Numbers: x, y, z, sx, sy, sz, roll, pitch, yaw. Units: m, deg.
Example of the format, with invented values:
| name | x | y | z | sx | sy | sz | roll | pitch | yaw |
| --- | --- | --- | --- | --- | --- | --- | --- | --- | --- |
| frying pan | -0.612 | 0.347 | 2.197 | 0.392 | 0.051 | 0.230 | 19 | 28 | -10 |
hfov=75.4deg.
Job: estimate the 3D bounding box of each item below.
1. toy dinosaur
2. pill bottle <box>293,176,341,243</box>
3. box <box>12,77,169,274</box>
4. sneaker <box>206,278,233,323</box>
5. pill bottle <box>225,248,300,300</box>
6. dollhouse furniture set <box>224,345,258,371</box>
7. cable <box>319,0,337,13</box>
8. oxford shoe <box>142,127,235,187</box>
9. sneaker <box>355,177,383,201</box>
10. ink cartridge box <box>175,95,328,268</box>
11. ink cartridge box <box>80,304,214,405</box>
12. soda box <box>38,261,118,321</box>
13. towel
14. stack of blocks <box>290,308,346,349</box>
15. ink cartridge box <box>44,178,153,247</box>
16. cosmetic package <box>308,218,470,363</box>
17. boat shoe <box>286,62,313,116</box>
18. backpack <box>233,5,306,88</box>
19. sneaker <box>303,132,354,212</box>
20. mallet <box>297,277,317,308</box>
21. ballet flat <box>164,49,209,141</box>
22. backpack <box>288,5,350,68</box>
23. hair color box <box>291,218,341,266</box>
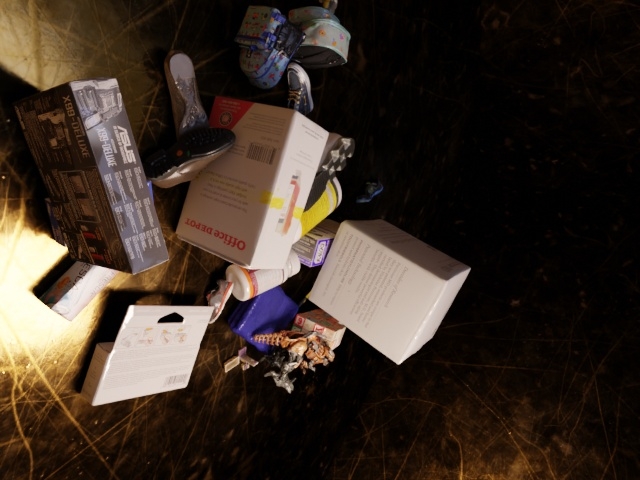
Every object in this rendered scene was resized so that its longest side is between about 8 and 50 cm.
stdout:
| name | x | y | z | sx | sy | sz | roll | pitch | yaw |
| --- | --- | --- | --- | --- | --- | --- | --- | --- | --- |
| toy dinosaur | -0.102 | 0.394 | 1.491 | 0.218 | 0.322 | 0.164 | -53 | -167 | 11 |
| pill bottle | -0.095 | -0.103 | 1.330 | 0.334 | 0.188 | 0.187 | -42 | 140 | -39 |
| box | -0.401 | -0.105 | 0.723 | 0.077 | 0.243 | 0.306 | -30 | 117 | -47 |
| sneaker | -0.325 | 0.182 | 1.277 | 0.157 | 0.065 | 0.061 | -60 | -166 | 14 |
| pill bottle | -0.182 | 0.100 | 1.340 | 0.221 | 0.121 | 0.121 | -23 | 127 | -37 |
| dollhouse furniture set | -0.279 | 0.454 | 1.470 | 0.114 | 0.081 | 0.090 | -25 | 128 | -50 |
| cable | 0.006 | -0.699 | 1.266 | 0.072 | 0.139 | 0.287 | -9 | 143 | -17 |
| oxford shoe | -0.307 | -0.200 | 1.000 | 0.228 | 0.082 | 0.096 | -27 | 160 | -6 |
| sneaker | 0.215 | -0.229 | 1.889 | 0.188 | 0.067 | 0.078 | -41 | 118 | -37 |
| ink cartridge box | -0.183 | -0.147 | 1.078 | 0.160 | 0.280 | 0.383 | 11 | 98 | -60 |
| ink cartridge box | -0.449 | 0.286 | 1.115 | 0.296 | 0.066 | 0.260 | 18 | 92 | -60 |
| soda box | -0.510 | 0.082 | 0.905 | 0.183 | 0.058 | 0.062 | -55 | 147 | -24 |
| towel | -0.203 | 0.272 | 1.502 | 0.227 | 0.077 | 0.308 | -61 | 151 | -20 |
| stack of blocks | 0.012 | 0.370 | 1.742 | 0.087 | 0.171 | 0.297 | -69 | 162 | 2 |
| ink cartridge box | -0.466 | -0.067 | 0.897 | 0.207 | 0.046 | 0.097 | -29 | 131 | -48 |
| cosmetic package | 0.245 | 0.153 | 1.465 | 0.330 | 0.394 | 0.327 | -7 | 124 | -58 |
| boat shoe | -0.073 | -0.447 | 1.275 | 0.083 | 0.065 | 0.183 | -58 | 153 | -21 |
| backpack | -0.147 | -0.489 | 1.063 | 0.117 | 0.158 | 0.173 | 16 | 106 | -51 |
| sneaker | -0.047 | -0.204 | 1.230 | 0.330 | 0.146 | 0.122 | -50 | 158 | -26 |
| mallet | -0.053 | 0.244 | 1.758 | 0.189 | 0.039 | 0.062 | -51 | 142 | -22 |
| ballet flat | -0.321 | -0.319 | 0.980 | 0.084 | 0.058 | 0.249 | -28 | 135 | -29 |
| backpack | -0.010 | -0.574 | 1.185 | 0.166 | 0.189 | 0.144 | 5 | 103 | -58 |
| hair color box | 0.000 | 0.000 | 1.545 | 0.339 | 0.185 | 0.109 | -5 | 115 | -57 |
